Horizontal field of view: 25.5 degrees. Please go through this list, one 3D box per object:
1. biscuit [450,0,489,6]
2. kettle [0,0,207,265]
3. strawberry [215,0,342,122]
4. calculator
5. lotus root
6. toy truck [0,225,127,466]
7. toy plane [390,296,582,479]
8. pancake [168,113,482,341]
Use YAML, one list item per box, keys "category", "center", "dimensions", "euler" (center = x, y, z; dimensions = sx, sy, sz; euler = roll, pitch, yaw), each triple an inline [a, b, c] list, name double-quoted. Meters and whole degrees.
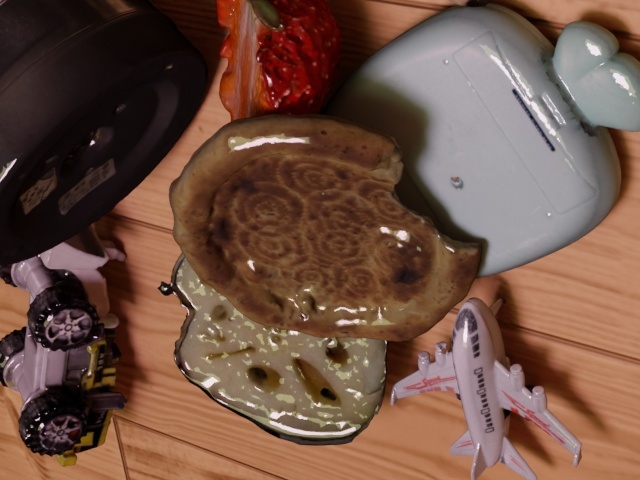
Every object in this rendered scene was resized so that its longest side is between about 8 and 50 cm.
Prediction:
- category: "biscuit"
  center: [0.032, -0.227, 0.912]
  dimensions: [0.219, 0.055, 0.061]
  euler: [42, 180, 7]
- category: "kettle"
  center: [-0.276, -0.160, 1.122]
  dimensions: [0.324, 0.228, 0.321]
  euler: [46, 168, 11]
- category: "strawberry"
  center: [-0.031, -0.111, 1.005]
  dimensions: [0.082, 0.146, 0.187]
  euler: [2, 129, -12]
- category: "calculator"
  center: [0.102, -0.063, 0.976]
  dimensions: [0.295, 0.042, 0.184]
  euler: [-28, 99, 48]
- category: "lotus root"
  center: [-0.025, 0.064, 1.149]
  dimensions: [0.203, 0.078, 0.183]
  euler: [36, 122, 4]
- category: "toy truck"
  center: [-0.235, 0.074, 1.301]
  dimensions: [0.136, 0.111, 0.286]
  euler: [50, 139, 46]
- category: "toy plane"
  center: [0.124, 0.110, 1.065]
  dimensions: [0.162, 0.065, 0.171]
  euler: [15, 126, 32]
- category: "pancake"
  center: [0.000, 0.000, 1.004]
  dimensions: [0.212, 0.029, 0.235]
  euler: [-27, 125, 35]
